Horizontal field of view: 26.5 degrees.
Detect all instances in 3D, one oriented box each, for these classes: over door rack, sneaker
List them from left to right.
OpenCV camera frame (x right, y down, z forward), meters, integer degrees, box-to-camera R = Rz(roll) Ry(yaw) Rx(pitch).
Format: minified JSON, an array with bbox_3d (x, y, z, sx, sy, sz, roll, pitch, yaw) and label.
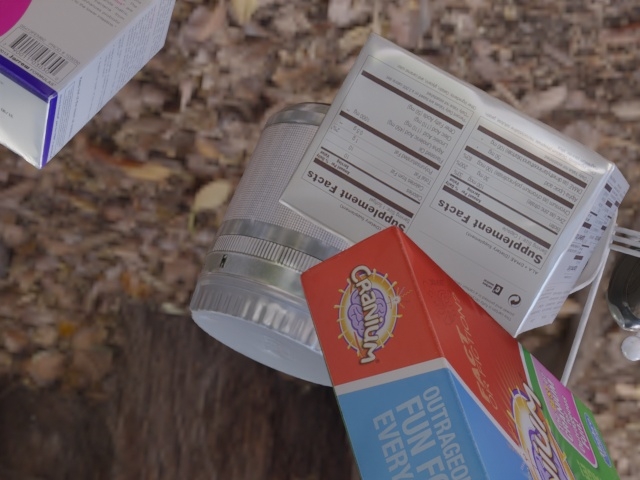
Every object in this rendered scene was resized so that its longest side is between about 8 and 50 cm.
[{"bbox_3d":[0.296,0.136,1.211,0.108,0.324,0.239,0,-166,-43],"label":"over door rack"},{"bbox_3d":[0.464,0.019,1.683,0.267,0.101,0.106,-34,-176,-23],"label":"sneaker"}]

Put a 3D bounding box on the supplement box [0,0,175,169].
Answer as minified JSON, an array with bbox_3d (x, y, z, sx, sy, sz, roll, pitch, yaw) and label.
[{"bbox_3d":[-0.244,-0.192,1.306,0.111,0.220,0.114,33,143,6],"label":"supplement box"}]

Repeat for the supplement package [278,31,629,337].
[{"bbox_3d":[0.118,-0.038,1.083,0.204,0.145,0.262,30,-174,14],"label":"supplement package"}]

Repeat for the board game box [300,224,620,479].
[{"bbox_3d":[0.119,0.162,0.783,0.064,0.242,0.316,-29,144,16],"label":"board game box"}]

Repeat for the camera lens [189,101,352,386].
[{"bbox_3d":[0.000,0.000,1.520,0.219,0.274,0.219,21,163,7],"label":"camera lens"}]
